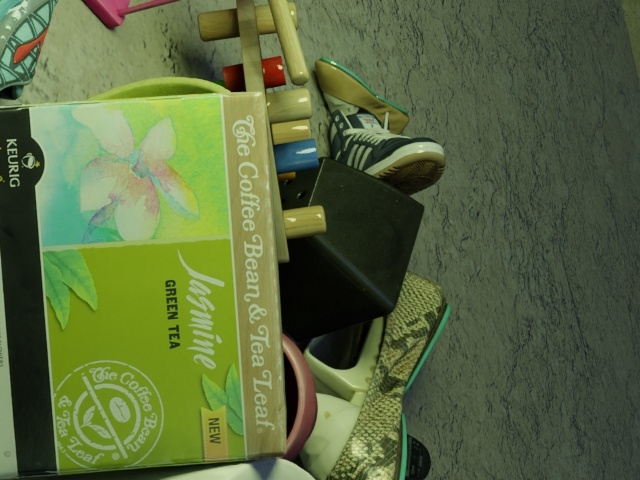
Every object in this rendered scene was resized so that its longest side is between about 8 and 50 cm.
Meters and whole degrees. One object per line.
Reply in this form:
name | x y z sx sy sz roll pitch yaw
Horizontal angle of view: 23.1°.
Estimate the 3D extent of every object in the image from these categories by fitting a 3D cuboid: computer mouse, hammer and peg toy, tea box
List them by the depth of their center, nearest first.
tea box | -0.201 0.034 1.457 0.220 0.323 0.329 -137 -137 -85
hammer and peg toy | -0.078 -0.178 1.878 0.266 0.127 0.361 -99 -179 -47
computer mouse | 0.082 0.298 2.289 0.242 0.041 0.071 35 54 -42

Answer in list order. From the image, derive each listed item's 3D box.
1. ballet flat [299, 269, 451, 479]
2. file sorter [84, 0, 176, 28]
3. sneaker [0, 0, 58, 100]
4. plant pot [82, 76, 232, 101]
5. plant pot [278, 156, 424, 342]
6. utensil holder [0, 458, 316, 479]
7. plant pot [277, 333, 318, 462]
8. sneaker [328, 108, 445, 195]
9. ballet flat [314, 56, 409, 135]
ballet flat | 0.048 0.213 2.148 0.182 0.164 0.483 29 45 -10
file sorter | -0.200 -0.440 1.849 0.202 0.182 0.291 47 46 -43
sneaker | -0.349 -0.214 1.667 0.262 0.104 0.125 -55 146 -43
plant pot | -0.174 0.000 1.753 0.254 0.276 0.276 69 32 -41
plant pot | 0.000 0.000 2.093 0.167 0.187 0.188 41 49 -29
utensil holder | -0.199 0.362 1.479 0.327 0.385 0.328 20 66 -55
plant pot | -0.089 0.200 1.897 0.180 0.201 0.201 30 57 -71
sneaker | 0.086 -0.132 2.201 0.099 0.282 0.153 3 73 -21
ballet flat | 0.057 -0.197 2.321 0.232 0.080 0.073 28 90 -50
